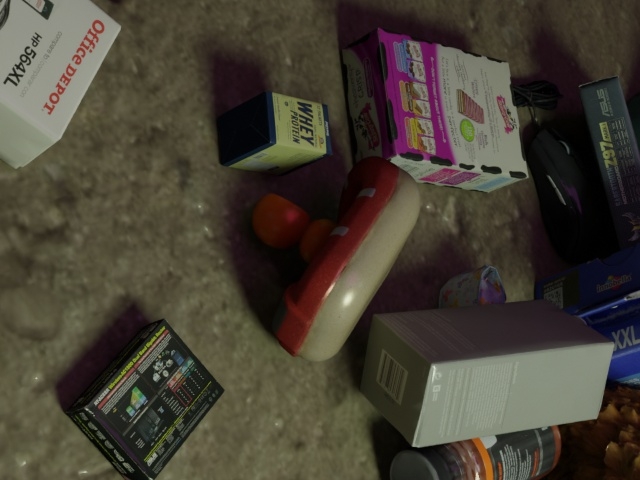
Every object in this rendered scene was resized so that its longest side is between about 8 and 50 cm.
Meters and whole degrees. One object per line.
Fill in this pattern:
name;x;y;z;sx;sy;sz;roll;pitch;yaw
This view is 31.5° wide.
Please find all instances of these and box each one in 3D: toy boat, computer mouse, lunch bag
toy boat;0.000;0.000;1.158;0.151;0.151;0.231;31;51;5
computer mouse;0.303;-0.097;1.497;0.184;0.060;0.262;-5;78;-44
lunch bag;0.177;0.075;1.315;0.053;0.071;0.083;22;61;-34

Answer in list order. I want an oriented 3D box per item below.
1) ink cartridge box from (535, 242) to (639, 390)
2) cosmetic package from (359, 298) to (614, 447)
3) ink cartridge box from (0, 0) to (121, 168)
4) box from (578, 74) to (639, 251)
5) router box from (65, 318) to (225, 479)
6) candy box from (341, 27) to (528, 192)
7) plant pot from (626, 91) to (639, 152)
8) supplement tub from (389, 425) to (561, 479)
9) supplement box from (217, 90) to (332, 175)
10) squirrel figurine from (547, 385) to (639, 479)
ink cartridge box;0.456;0.117;1.413;0.395;0.270;0.151;27;54;-33
cosmetic package;0.177;0.135;1.204;0.238;0.127;0.107;0;110;-27
ink cartridge box;-0.293;-0.184;0.975;0.203;0.086;0.148;37;53;-26
box;0.407;-0.089;1.533;0.183;0.059;0.233;19;57;-74
router box;-0.155;0.144;1.016;0.092;0.038;0.122;53;48;-15
candy box;0.139;-0.150;1.361;0.233;0.071;0.159;6;71;-40
plant pot;0.625;-0.124;1.676;0.293;0.235;0.293;16;64;-38
supplement tub;0.166;0.234;1.226;0.198;0.106;0.106;-11;83;-44
supplement box;-0.047;-0.109;1.170;0.083;0.083;0.056;7;72;-41
squirrel figurine;0.434;0.323;1.331;0.397;0.281;0.370;53;42;-18
